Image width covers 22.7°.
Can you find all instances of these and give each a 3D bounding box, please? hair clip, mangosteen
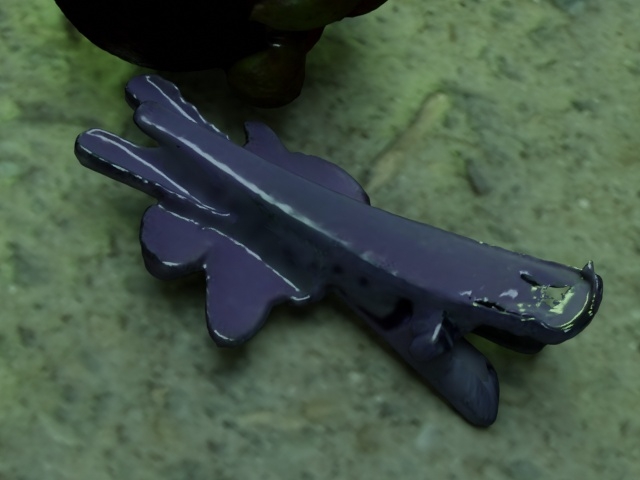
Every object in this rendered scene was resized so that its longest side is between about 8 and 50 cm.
[{"bbox_3d":[0.003,0.010,0.811,0.278,0.090,0.137,24,56,17],"label":"hair clip"},{"bbox_3d":[-0.057,-0.176,0.865,0.209,0.210,0.210,1,57,-2],"label":"mangosteen"}]
